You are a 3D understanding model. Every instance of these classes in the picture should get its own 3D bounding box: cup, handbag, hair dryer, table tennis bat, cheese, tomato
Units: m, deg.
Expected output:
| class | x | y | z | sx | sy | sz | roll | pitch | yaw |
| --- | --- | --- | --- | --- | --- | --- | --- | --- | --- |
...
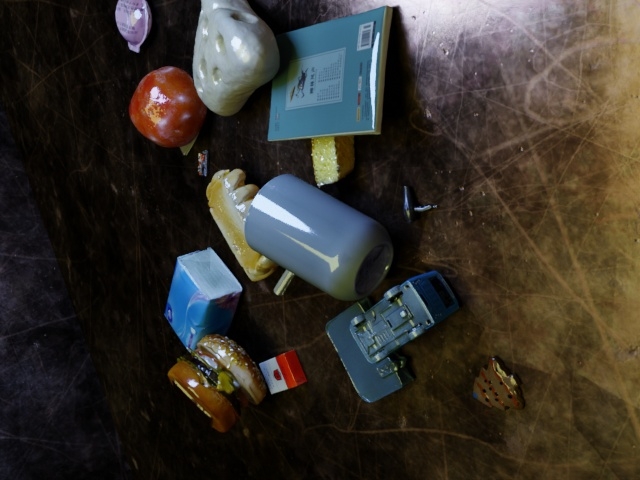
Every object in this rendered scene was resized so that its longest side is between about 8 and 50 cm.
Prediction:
| class | x | y | z | sx | sy | sz | roll | pitch | yaw |
| --- | --- | --- | --- | --- | --- | --- | --- | --- | --- |
| cup | 0.000 | 0.000 | 1.619 | 0.312 | 0.206 | 0.205 | 31 | 127 | 31 |
| handbag | 0.118 | 0.266 | 1.714 | 0.179 | 0.062 | 0.229 | -42 | 72 | 49 |
| hair dryer | 0.212 | -0.080 | 1.501 | 0.083 | 0.031 | 0.078 | -6 | 91 | 37 |
| table tennis bat | -0.052 | 0.041 | 1.799 | 0.138 | 0.022 | 0.246 | 50 | 118 | 39 |
| cheese | -0.567 | -0.719 | 2.146 | 0.189 | 0.074 | 0.285 | 27 | 120 | 42 |
| cheese | -0.217 | -0.423 | 1.754 | 0.351 | 0.130 | 0.328 | 58 | 146 | 39 |
| tomato | -0.440 | -0.374 | 2.025 | 0.232 | 0.189 | 0.231 | 11 | 107 | 39 |

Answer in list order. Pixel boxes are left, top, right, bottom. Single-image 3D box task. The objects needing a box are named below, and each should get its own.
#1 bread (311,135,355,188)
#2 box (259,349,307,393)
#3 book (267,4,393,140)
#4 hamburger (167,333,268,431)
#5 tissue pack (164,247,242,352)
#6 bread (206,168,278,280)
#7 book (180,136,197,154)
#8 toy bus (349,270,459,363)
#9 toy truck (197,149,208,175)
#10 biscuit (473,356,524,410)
| class | x | y | z | sx | sy | sz | roll | pitch | yaw |
| --- | --- | --- | --- | --- | --- | --- | --- | --- | --- |
| bread | 0.026 | -0.213 | 1.636 | 0.103 | 0.065 | 0.187 | 10 | 109 | 49 |
| box | -0.110 | 0.382 | 2.053 | 0.152 | 0.048 | 0.100 | -31 | 82 | 49 |
| book | 0.007 | -0.357 | 1.569 | 0.379 | 0.031 | 0.263 | 7 | 91 | 50 |
| hamburger | -0.303 | 0.416 | 2.117 | 0.291 | 0.225 | 0.291 | 38 | 158 | 19 |
| tissue pack | -0.371 | 0.192 | 2.210 | 0.198 | 0.146 | 0.263 | 48 | 136 | 28 |
| bread | -0.196 | -0.056 | 1.917 | 0.311 | 0.121 | 0.173 | 61 | 143 | 14 |
| book | -0.431 | -0.369 | 2.167 | 0.127 | 0.014 | 0.181 | -44 | 70 | 49 |
| toy bus | 0.178 | 0.170 | 1.545 | 0.113 | 0.134 | 0.246 | 59 | 139 | 13 |
| toy truck | -0.349 | -0.233 | 2.113 | 0.032 | 0.024 | 0.083 | 18 | 122 | 20 |
| biscuit | 0.363 | 0.308 | 1.469 | 0.130 | 0.019 | 0.119 | -43 | 70 | 49 |
